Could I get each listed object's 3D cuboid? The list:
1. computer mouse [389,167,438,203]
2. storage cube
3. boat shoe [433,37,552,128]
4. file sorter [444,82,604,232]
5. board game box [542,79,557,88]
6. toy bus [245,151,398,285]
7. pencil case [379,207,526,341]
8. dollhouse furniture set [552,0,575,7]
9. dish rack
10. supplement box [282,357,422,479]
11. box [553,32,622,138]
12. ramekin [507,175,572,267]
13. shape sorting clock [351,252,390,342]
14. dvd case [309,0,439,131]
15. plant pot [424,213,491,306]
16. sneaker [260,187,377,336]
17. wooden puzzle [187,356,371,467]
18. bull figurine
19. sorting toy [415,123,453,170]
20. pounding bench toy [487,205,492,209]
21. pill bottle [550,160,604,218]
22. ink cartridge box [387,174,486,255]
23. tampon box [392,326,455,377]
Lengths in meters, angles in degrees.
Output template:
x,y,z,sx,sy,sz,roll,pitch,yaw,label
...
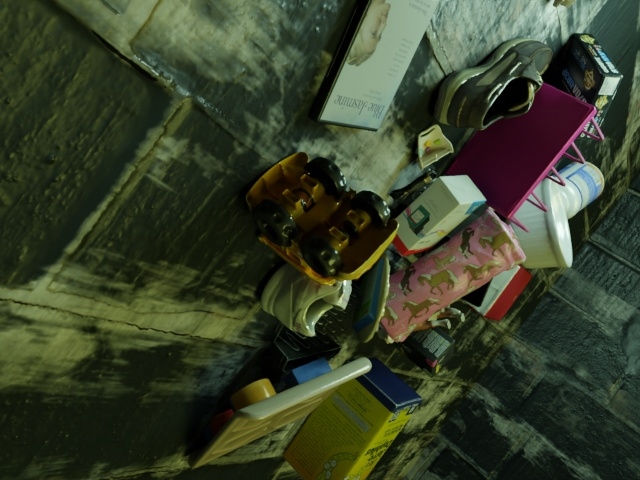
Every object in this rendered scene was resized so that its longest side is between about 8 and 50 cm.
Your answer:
x,y,z,sx,sy,sz,roll,pitch,yaw,label
0.231,-0.116,1.336,0.106,0.042,0.193,-37,161,21,computer mouse
0.511,0.121,1.862,0.215,0.184,0.193,-55,150,8,storage cube
0.386,-0.312,1.251,0.355,0.130,0.132,-34,147,-28,boat shoe
0.484,-0.193,1.407,0.290,0.202,0.182,-53,141,9,file sorter
0.529,-0.348,1.520,0.186,0.026,0.126,-8,129,-51,board game box
0.000,0.000,0.979,0.149,0.220,0.211,-42,156,-26,toy bus
0.298,0.084,1.433,0.386,0.167,0.160,-36,115,13,pencil case
0.509,-0.663,1.129,0.355,0.174,0.303,-49,162,-87,dollhouse furniture set
0.011,0.148,1.299,0.208,0.074,0.271,0,123,-56,dish rack
0.093,0.539,1.730,0.356,0.195,0.194,-58,150,12,supplement box
0.652,-0.384,1.485,0.051,0.220,0.175,3,135,-3,box
0.661,-0.045,1.813,0.277,0.135,0.277,31,53,-54,ramekin
0.118,0.127,1.344,0.206,0.040,0.206,-162,-90,-83,shape sorting clock
0.091,-0.298,0.962,0.180,0.022,0.253,-6,128,-52,dvd case
0.404,0.032,1.627,0.167,0.188,0.187,-43,152,-38,plant pot
0.028,0.044,1.126,0.305,0.152,0.114,-53,149,0,sneaker
-0.100,0.349,1.281,0.322,0.080,0.348,-13,157,-39,wooden puzzle
0.282,0.203,1.670,0.310,0.189,0.101,-20,103,-54,bull figurine
0.228,-0.201,1.250,0.083,0.045,0.075,-31,134,-13,sorting toy
0.468,-0.123,1.660,0.083,0.065,0.052,9,120,-23,pounding bench toy
0.825,-0.157,2.026,0.272,0.152,0.152,-29,144,-34,pill bottle
0.238,-0.042,1.333,0.134,0.078,0.231,-10,151,-50,ink cartridge box
0.309,0.311,1.813,0.101,0.161,0.120,-41,149,-18,tampon box
